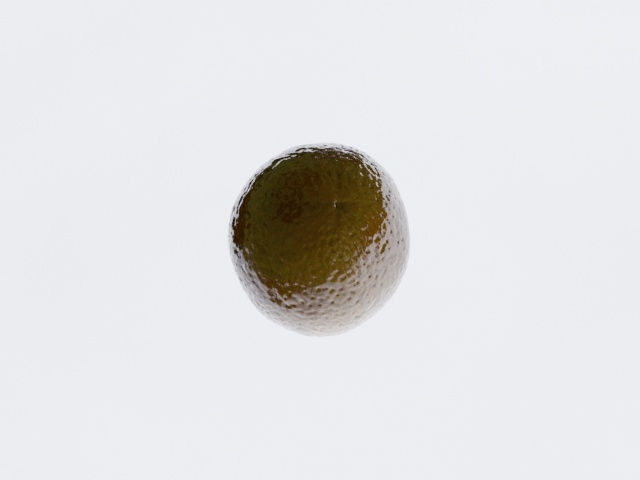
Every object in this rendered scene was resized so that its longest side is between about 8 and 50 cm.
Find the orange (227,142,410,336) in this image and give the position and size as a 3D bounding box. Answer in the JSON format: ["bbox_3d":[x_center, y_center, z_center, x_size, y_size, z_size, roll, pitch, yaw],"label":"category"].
[{"bbox_3d":[0.000,0.000,0.662,0.085,0.085,0.085,-9,-127,12],"label":"orange"}]
